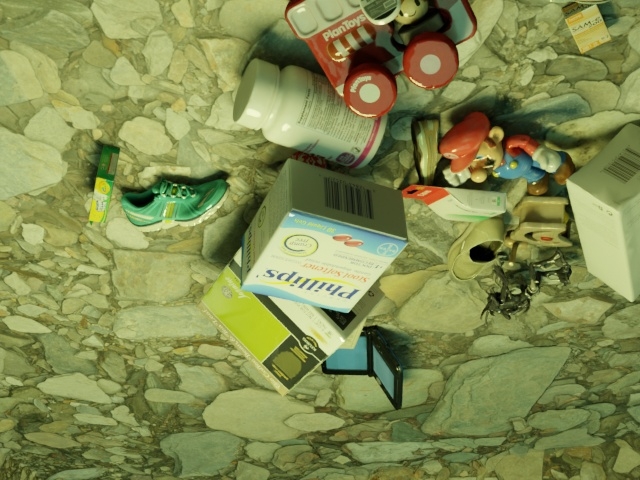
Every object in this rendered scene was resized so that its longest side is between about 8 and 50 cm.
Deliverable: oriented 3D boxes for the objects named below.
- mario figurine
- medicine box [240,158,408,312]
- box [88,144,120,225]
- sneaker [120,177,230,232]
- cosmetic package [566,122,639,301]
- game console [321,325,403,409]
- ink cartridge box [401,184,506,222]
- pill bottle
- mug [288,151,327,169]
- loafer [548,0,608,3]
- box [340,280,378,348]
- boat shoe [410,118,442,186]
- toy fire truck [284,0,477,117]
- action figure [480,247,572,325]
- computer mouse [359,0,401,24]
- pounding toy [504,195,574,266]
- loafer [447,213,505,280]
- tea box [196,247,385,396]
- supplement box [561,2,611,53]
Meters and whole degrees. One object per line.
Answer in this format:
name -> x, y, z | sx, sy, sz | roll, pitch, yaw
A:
mario figurine -> 0.399, -0.158, 1.686 | 0.321, 0.170, 0.198 | 13, 123, -25
medicine box -> 0.000, 0.000, 1.621 | 0.264, 0.149, 0.289 | 14, 138, -20
box -> -0.498, -0.120, 1.760 | 0.043, 0.105, 0.179 | 13, 141, -17
sneaker -> -0.345, -0.093, 1.809 | 0.275, 0.107, 0.110 | -14, 131, 15
cosmetic package -> 0.724, -0.056, 1.781 | 0.217, 0.156, 0.385 | -40, 139, -8
game console -> 0.128, 0.412, 2.427 | 0.173, 0.250, 0.293 | -25, 145, -13
ink cartridge box -> 0.300, -0.086, 1.811 | 0.225, 0.056, 0.181 | 3, 174, -9
pill bottle -> -0.023, -0.259, 1.553 | 0.283, 0.160, 0.160 | 16, 139, -21
mug -> -0.042, -0.105, 1.743 | 0.113, 0.169, 0.150 | 24, 136, -30
loafer -> 0.478, -0.461, 1.408 | 0.125, 0.045, 0.039 | 0, 136, 2
box -> 0.057, 0.173, 2.145 | 0.148, 0.121, 0.311 | 6, 142, -9
boat shoe -> 0.250, -0.194, 1.729 | 0.072, 0.068, 0.190 | -15, 141, -1
toy fire truck -> 0.115, -0.393, 1.404 | 0.302, 0.169, 0.254 | -23, 119, 24
action figure -> 0.541, 0.117, 2.083 | 0.276, 0.141, 0.164 | -32, 137, 12
computer mouse -> 0.082, -0.452, 1.311 | 0.106, 0.193, 0.042 | -24, 171, 18
pounding toy -> 0.546, -0.006, 1.874 | 0.154, 0.154, 0.269 | 7, 170, 5
loafer -> 0.403, 0.031, 1.998 | 0.102, 0.092, 0.268 | 5, 142, -8
tea box -> -0.080, 0.153, 1.920 | 0.329, 0.220, 0.323 | 46, 132, 3
supplement box -> 0.511, -0.415, 1.471 | 0.062, 0.036, 0.098 | -24, 137, 25
